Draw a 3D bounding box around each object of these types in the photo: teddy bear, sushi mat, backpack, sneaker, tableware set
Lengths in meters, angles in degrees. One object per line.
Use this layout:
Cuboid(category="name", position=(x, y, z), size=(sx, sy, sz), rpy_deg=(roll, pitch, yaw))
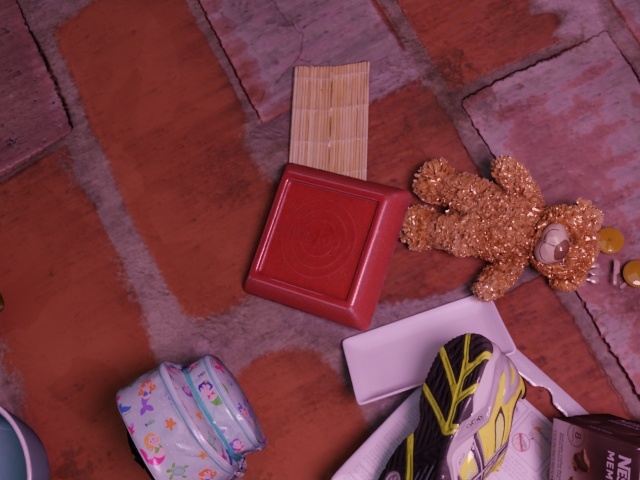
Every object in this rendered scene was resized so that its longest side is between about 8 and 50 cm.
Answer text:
Cuboid(category="teddy bear", position=(0.296, -0.026, 1.186), size=(0.338, 0.113, 0.245), rpy_deg=(37, 88, 21))
Cuboid(category="sushi mat", position=(0.015, -0.189, 1.330), size=(0.152, 0.019, 0.316), rpy_deg=(1, 77, 9))
Cuboid(category="backpack", position=(-0.208, 0.297, 1.131), size=(0.191, 0.253, 0.225), rpy_deg=(-34, 73, 1))
Cuboid(category="sneaker", position=(0.197, 0.335, 1.030), size=(0.147, 0.145, 0.384), rpy_deg=(33, 81, -25))
Cuboid(category="tableware set", position=(0.502, 0.029, 1.195), size=(0.154, 0.024, 0.104), rpy_deg=(5, 74, 12))

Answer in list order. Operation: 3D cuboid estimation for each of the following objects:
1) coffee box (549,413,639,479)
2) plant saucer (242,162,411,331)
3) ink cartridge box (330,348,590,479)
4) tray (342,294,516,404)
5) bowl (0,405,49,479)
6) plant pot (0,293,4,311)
Cuboid(category="coffee box", position=(0.420, 0.412, 0.996), size=(0.119, 0.168, 0.297), rpy_deg=(5, 90, -24))
Cuboid(category="plant saucer", position=(0.000, 0.000, 1.243), size=(0.259, 0.048, 0.259), rpy_deg=(16, 84, 23))
Cuboid(category="ink cartridge box", position=(0.251, 0.371, 1.142), size=(0.385, 0.091, 0.308), rpy_deg=(-41, 72, -19))
Cuboid(category="tray", position=(0.179, 0.185, 1.183), size=(0.271, 0.030, 0.145), rpy_deg=(-20, 39, 5))
Cuboid(category="bowl", position=(-0.603, 0.418, 1.217), size=(0.312, 0.163, 0.311), rpy_deg=(-2, 77, 9))
Cuboid(category="plant pot", position=(-0.782, 0.140, 1.245), size=(0.353, 0.366, 0.366), rpy_deg=(-39, 73, -14))
